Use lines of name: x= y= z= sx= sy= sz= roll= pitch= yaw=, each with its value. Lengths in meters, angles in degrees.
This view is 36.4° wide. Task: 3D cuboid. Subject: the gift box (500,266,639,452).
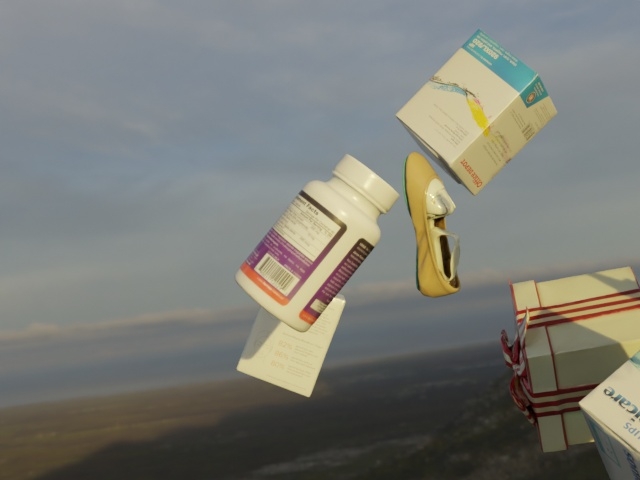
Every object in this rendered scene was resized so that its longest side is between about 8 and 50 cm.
gift box: x=0.458 y=0.191 z=1.748 sx=0.258 sy=0.276 sz=0.255 roll=-12 pitch=25 yaw=10

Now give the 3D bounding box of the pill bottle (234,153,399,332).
pill bottle: x=0.000 y=0.000 z=1.114 sx=0.193 sy=0.108 sz=0.108 roll=-51 pitch=-8 yaw=1

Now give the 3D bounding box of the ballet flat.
ballet flat: x=0.181 y=-0.025 z=1.511 sx=0.073 sy=0.232 sz=0.080 roll=1 pitch=16 yaw=37

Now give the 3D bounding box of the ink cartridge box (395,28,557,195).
ink cartridge box: x=0.298 y=-0.241 z=1.861 sx=0.232 sy=0.168 sz=0.171 roll=-46 pitch=-30 yaw=4

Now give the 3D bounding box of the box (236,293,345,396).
box: x=-0.047 y=0.151 z=1.605 sx=0.130 sy=0.170 sz=0.091 roll=21 pitch=1 yaw=-1

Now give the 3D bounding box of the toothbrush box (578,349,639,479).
toothbrush box: x=0.474 y=0.192 z=1.143 sx=0.295 sy=0.216 sz=0.126 roll=-39 pitch=39 yaw=-9
